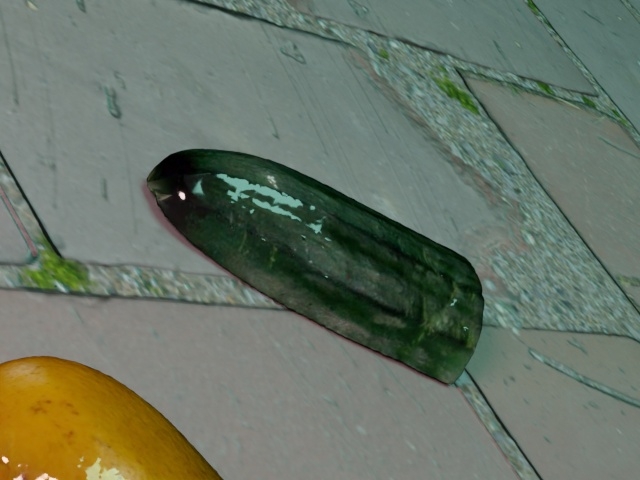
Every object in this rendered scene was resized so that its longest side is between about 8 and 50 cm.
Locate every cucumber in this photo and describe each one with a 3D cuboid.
[{"bbox_3d":[0.000,0.000,1.148,0.244,0.063,0.115,24,30,-32],"label":"cucumber"}]

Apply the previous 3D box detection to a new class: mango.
[{"bbox_3d":[-0.072,0.137,0.744,0.217,0.141,0.102,47,65,-1],"label":"mango"}]
